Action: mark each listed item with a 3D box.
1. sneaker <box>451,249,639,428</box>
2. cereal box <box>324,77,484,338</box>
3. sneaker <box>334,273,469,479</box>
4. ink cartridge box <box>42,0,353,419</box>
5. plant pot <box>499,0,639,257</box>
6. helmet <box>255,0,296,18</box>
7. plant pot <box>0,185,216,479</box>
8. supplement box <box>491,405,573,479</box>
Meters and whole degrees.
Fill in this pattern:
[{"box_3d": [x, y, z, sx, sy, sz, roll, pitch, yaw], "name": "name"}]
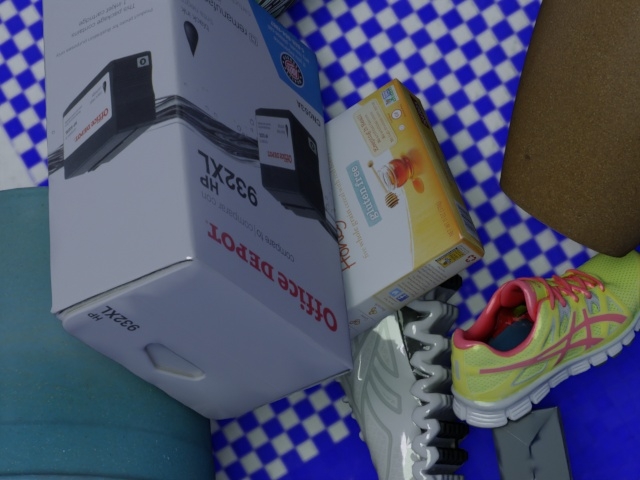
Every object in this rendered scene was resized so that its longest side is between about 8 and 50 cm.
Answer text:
[{"box_3d": [0.185, 0.059, 1.559, 0.208, 0.094, 0.081, -38, 38, -24], "name": "sneaker"}, {"box_3d": [0.000, 0.000, 1.585, 0.240, 0.047, 0.173, -33, 55, 16], "name": "cereal box"}, {"box_3d": [0.057, 0.111, 1.606, 0.118, 0.110, 0.292, -5, 76, 16], "name": "sneaker"}, {"box_3d": [-0.095, -0.049, 1.495, 0.129, 0.223, 0.307, -22, 55, 24], "name": "ink cartridge box"}, {"box_3d": [0.255, -0.124, 1.548, 0.237, 0.237, 0.254, 32, 105, 9], "name": "plant pot"}, {"box_3d": [-0.075, -0.255, 1.616, 0.161, 0.169, 0.169, 24, 89, 25], "name": "helmet"}, {"box_3d": [-0.215, 0.101, 1.568, 0.271, 0.272, 0.255, -4, 72, 7], "name": "plant pot"}, {"box_3d": [0.174, 0.180, 1.588, 0.056, 0.083, 0.083, -10, 85, 7], "name": "supplement box"}]
